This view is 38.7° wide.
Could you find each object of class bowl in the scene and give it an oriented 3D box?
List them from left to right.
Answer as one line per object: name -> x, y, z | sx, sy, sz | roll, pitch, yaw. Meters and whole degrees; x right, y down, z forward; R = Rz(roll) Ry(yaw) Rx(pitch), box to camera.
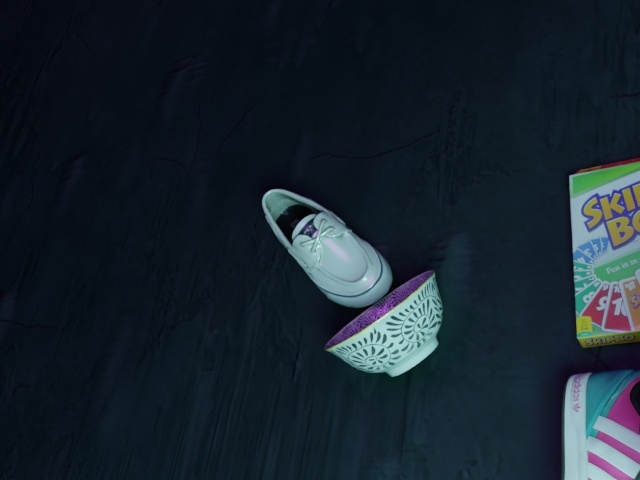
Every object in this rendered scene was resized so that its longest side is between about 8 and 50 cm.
bowl -> 0.096, 0.117, 1.143 | 0.170, 0.170, 0.080 | -36, 90, 6

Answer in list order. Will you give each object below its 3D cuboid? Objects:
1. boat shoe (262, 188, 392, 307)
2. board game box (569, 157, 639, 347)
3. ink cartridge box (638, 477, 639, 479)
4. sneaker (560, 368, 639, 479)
boat shoe -> 0.000, 0.000, 1.291 | 0.096, 0.088, 0.267 | -43, 41, 0
board game box -> 0.369, 0.001, 1.102 | 0.124, 0.039, 0.259 | -11, 51, 26
ink cartridge box -> 0.440, 0.109, 0.750 | 0.091, 0.308, 0.385 | 19, 77, 54
sneaker -> 0.336, 0.237, 0.878 | 0.178, 0.124, 0.295 | -18, 37, 27
